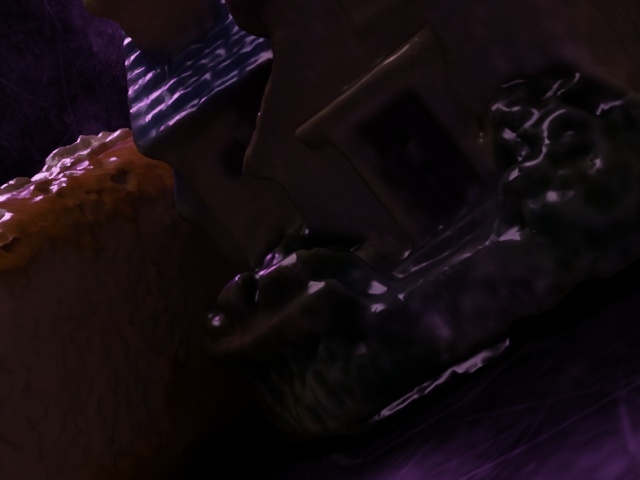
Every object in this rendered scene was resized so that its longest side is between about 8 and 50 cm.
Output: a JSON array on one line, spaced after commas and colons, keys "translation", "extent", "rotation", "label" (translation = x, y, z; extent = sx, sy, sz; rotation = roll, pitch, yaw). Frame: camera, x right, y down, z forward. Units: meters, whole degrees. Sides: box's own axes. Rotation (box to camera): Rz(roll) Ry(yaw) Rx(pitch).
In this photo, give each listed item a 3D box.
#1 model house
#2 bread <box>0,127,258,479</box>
[{"translation": [0.016, -0.085, 0.523], "extent": [0.321, 0.266, 0.261], "rotation": [-32, 8, 29], "label": "model house"}, {"translation": [-0.151, 0.074, 0.607], "extent": [0.165, 0.236, 0.375], "rotation": [-9, 18, 23], "label": "bread"}]
